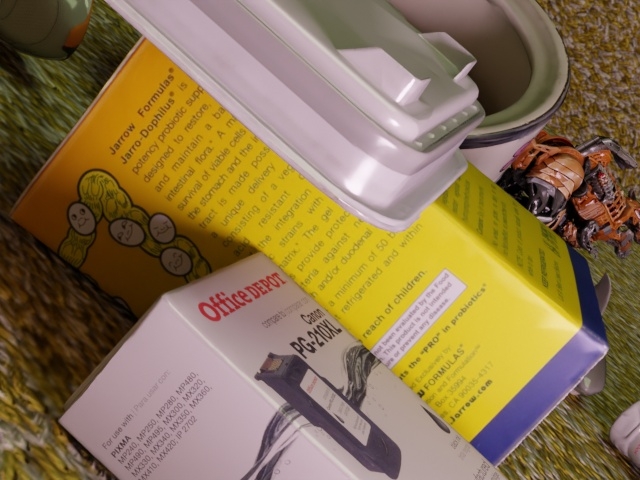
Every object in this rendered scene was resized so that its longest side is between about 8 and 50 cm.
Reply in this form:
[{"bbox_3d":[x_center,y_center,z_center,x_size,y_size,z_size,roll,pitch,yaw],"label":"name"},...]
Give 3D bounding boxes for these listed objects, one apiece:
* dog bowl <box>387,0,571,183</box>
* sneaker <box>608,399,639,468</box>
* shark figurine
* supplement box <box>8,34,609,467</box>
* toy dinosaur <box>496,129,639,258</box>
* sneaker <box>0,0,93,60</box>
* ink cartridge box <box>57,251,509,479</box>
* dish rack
[{"bbox_3d":[0.024,-0.169,1.289,0.408,0.150,0.408,12,39,-10],"label":"dog bowl"},{"bbox_3d":[0.406,0.252,1.415,0.232,0.090,0.115,19,32,-30],"label":"sneaker"},{"bbox_3d":[0.268,0.060,1.539,0.166,0.116,0.278,18,29,-56],"label":"shark figurine"},{"bbox_3d":[0.000,0.000,0.948,0.356,0.195,0.194,39,17,-5],"label":"supplement box"},{"bbox_3d":[0.264,-0.061,1.651,0.322,0.218,0.164,38,17,-8],"label":"toy dinosaur"},{"bbox_3d":[-0.302,-0.232,1.095,0.262,0.099,0.121,38,22,21],"label":"sneaker"},{"bbox_3d":[-0.006,0.127,0.769,0.237,0.100,0.172,42,16,6],"label":"ink cartridge box"},{"bbox_3d":[-0.013,-0.143,0.829,0.285,0.072,0.333,41,17,4],"label":"dish rack"}]
